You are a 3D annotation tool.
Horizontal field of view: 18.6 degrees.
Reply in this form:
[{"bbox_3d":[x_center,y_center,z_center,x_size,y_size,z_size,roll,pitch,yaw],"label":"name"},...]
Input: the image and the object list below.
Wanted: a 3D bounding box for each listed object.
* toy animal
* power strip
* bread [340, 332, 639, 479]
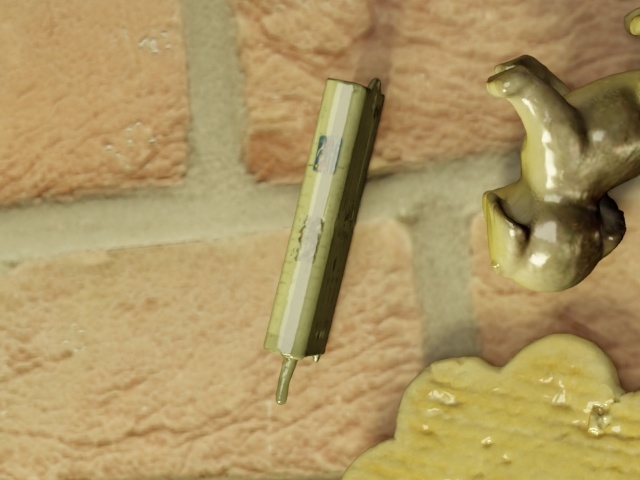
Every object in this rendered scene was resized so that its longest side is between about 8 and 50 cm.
[{"bbox_3d":[0.202,-0.077,1.469,0.233,0.121,0.169,-35,96,3],"label":"toy animal"},{"bbox_3d":[0.000,0.000,1.533,0.034,0.092,0.268,14,93,12],"label":"power strip"},{"bbox_3d":[0.152,0.218,1.462,0.316,0.054,0.316,-9,62,18],"label":"bread"}]
